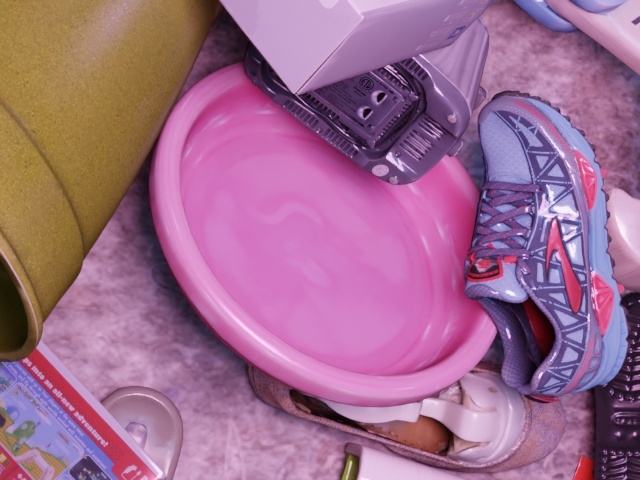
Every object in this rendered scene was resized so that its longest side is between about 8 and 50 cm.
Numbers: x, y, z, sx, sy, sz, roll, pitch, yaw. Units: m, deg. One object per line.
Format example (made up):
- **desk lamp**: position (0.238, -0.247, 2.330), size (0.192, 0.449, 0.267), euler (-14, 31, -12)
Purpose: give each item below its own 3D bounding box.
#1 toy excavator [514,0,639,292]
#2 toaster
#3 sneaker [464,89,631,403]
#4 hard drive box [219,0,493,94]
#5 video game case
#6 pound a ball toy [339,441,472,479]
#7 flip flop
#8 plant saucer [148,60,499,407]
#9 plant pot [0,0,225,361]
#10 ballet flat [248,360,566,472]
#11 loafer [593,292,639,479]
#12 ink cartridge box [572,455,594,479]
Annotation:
- **toy excavator**: position (0.262, -0.237, 1.443), size (0.445, 0.222, 0.433), euler (38, 72, -5)
- **toaster**: position (0.039, -0.166, 1.396), size (0.227, 0.129, 0.146), euler (35, 41, -7)
- **sneaker**: position (0.173, 0.007, 1.351), size (0.125, 0.104, 0.262), euler (-19, 94, -36)
- **hard drive box**: position (0.014, -0.222, 1.241), size (0.181, 0.089, 0.232), euler (52, 36, 9)
- **video game case**: position (-0.298, 0.217, 1.339), size (0.285, 0.025, 0.204), euler (-42, 77, -15)
- **pound a ball toy**: position (0.149, 0.323, 1.437), size (0.319, 0.136, 0.208), euler (19, 85, -8)
- **flip flop**: position (-0.178, 0.258, 1.383), size (0.112, 0.080, 0.277), euler (19, 81, -16)
- **plant saucer**: position (0.000, 0.000, 1.394), size (0.332, 0.084, 0.332), euler (17, 51, -22)
- **plant pot**: position (-0.254, -0.159, 1.272), size (0.366, 0.366, 0.353), euler (44, 63, -11)
- **ballet flat**: position (0.089, 0.151, 1.461), size (0.316, 0.106, 0.107), euler (12, 91, -17)
- **loafer**: position (0.294, 0.155, 1.551), size (0.080, 0.078, 0.220), euler (7, 71, 16)
- **ink cartridge box**: position (0.257, 0.267, 1.548), size (0.063, 0.029, 0.115), euler (23, 81, -15)
